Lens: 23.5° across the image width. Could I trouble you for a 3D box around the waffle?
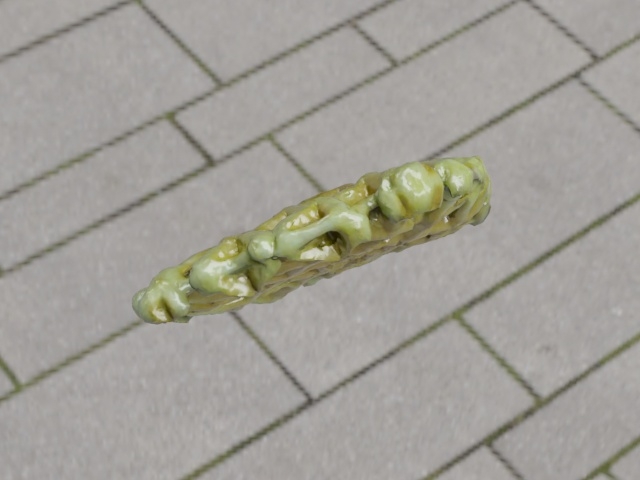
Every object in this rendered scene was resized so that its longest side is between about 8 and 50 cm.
[{"bbox_3d":[0.000,0.000,0.720,0.169,0.183,0.036,-22,85,13],"label":"waffle"}]
